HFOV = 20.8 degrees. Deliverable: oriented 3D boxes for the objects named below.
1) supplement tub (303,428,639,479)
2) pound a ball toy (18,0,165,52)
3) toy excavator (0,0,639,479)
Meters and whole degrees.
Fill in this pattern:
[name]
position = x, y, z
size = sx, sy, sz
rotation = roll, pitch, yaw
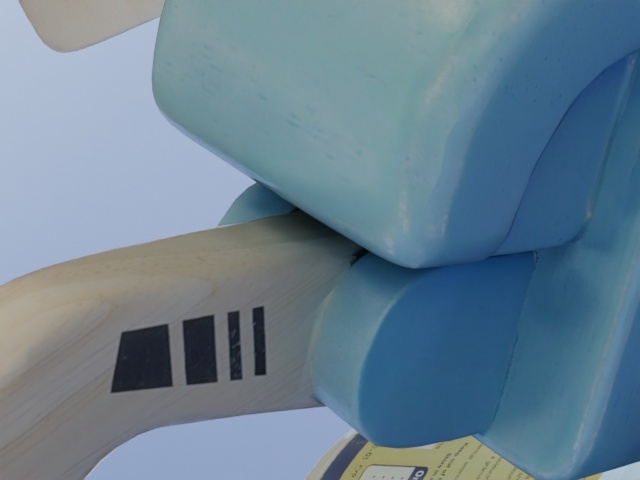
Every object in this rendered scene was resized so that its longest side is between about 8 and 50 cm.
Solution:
[supplement tub]
position = 0.145, 0.185, 0.817
size = 0.316, 0.228, 0.228
rotation = -7, -133, 54
[pound a ball toy]
position = -0.039, -0.217, 0.906
size = 0.319, 0.135, 0.208
rotation = -19, -166, 25
[toy excavator]
position = 0.000, 0.000, 0.632
size = 0.222, 0.445, 0.432
rotation = 34, -61, 43
